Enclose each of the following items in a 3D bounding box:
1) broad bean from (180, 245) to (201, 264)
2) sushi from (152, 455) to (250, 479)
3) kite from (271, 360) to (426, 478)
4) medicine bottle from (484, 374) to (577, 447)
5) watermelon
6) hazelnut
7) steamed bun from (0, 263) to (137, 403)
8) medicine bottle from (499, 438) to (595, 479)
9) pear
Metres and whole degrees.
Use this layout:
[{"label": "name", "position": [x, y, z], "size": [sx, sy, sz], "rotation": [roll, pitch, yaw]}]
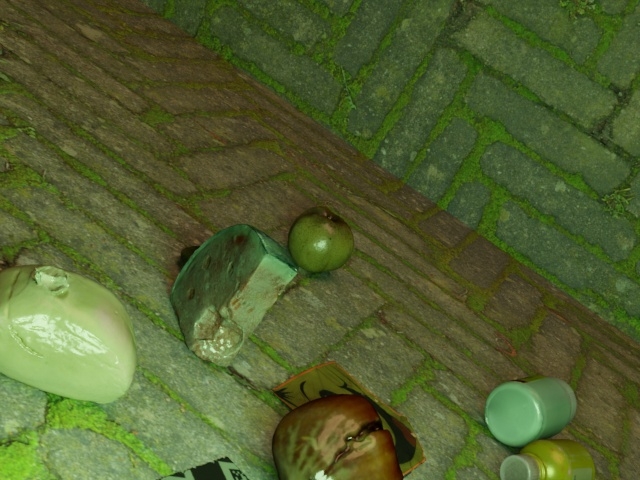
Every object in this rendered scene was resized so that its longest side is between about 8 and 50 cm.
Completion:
[{"label": "broad bean", "position": [-0.187, 0.060, 1.972], "size": [0.206, 0.072, 0.153], "rotation": [-2, 34, -41]}, {"label": "sushi", "position": [-0.104, 0.384, 1.262], "size": [0.292, 0.059, 0.294], "rotation": [39, 20, 22]}, {"label": "kite", "position": [0.048, 0.318, 1.754], "size": [0.327, 0.013, 0.377], "rotation": [22, 21, -27]}, {"label": "medicine bottle", "position": [0.458, 0.364, 2.088], "size": [0.139, 0.139, 0.225], "rotation": [42, 21, 28]}, {"label": "watermelon", "position": [-0.136, 0.105, 1.683], "size": [0.148, 0.318, 0.226], "rotation": [27, 59, -28]}, {"label": "hazelnut", "position": [0.029, 0.329, 1.427], "size": [0.212, 0.181, 0.181], "rotation": [52, -8, 22]}, {"label": "steamed bun", "position": [-0.363, 0.121, 1.373], "size": [0.238, 0.152, 0.170], "rotation": [21, 22, -22]}, {"label": "medicine bottle", "position": [0.429, 0.445, 1.861], "size": [0.212, 0.122, 0.122], "rotation": [11, 27, -46]}, {"label": "pear", "position": [0.000, 0.000, 2.295], "size": [0.167, 0.136, 0.167], "rotation": [24, 18, -8]}]
